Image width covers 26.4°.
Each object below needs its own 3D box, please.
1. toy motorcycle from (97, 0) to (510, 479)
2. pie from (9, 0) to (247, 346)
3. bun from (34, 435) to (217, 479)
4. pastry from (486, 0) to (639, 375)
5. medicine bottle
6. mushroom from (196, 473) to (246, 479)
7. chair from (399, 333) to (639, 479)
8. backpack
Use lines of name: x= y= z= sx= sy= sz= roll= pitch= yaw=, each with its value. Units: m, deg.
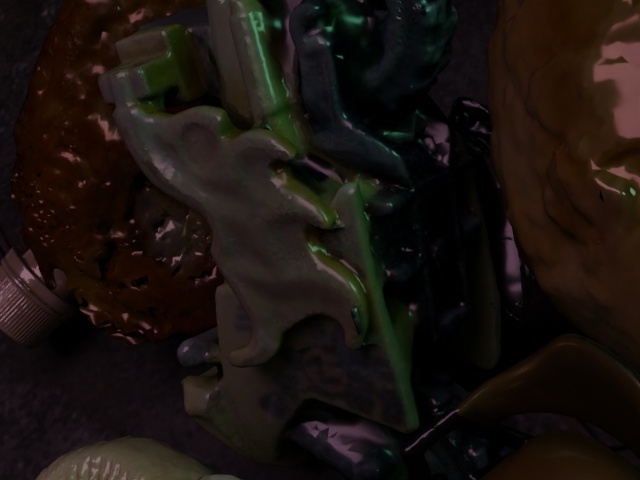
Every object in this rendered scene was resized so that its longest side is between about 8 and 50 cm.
toy motorcycle: x=0.000 y=0.000 z=0.852 sx=0.237 sy=0.410 sz=0.169 roll=5 pitch=22 yaw=36
pie: x=-0.081 y=-0.061 z=0.988 sx=0.308 sy=0.308 sz=0.085 roll=-40 pitch=10 yaw=5
bun: x=-0.117 y=0.217 z=0.933 sx=0.188 sy=0.111 sz=0.164 roll=3 pitch=83 yaw=29
pastry: x=0.290 y=-0.079 z=0.748 sx=0.410 sy=0.245 sz=0.409 roll=-1 pitch=82 yaw=9
medicine bottle: x=-0.164 y=-0.023 z=1.085 sx=0.252 sy=0.114 sz=0.114 roll=-45 pitch=51 yaw=0
mushroom: x=-0.003 y=0.300 z=0.778 sx=0.122 sy=0.159 sz=0.328 roll=121 pitch=151 yaw=-49
chair: x=0.136 y=0.169 z=0.720 sx=0.172 sy=0.247 sz=0.158 roll=-44 pitch=50 yaw=3
backpack: x=0.149 y=-0.014 z=0.908 sx=0.120 sy=0.106 sz=0.165 roll=-5 pitch=76 yaw=3
